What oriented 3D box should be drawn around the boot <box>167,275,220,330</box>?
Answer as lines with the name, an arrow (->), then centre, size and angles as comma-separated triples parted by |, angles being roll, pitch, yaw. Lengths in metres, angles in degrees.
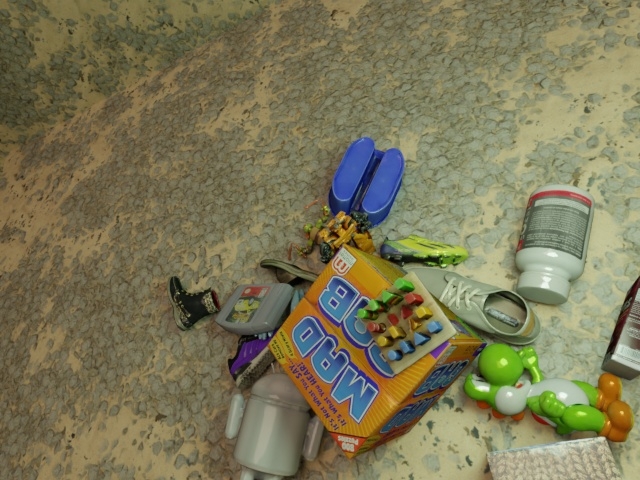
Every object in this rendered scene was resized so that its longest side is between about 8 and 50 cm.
boot -> -0.508, 0.222, 1.638 | 0.178, 0.085, 0.237 | -27, 63, 6

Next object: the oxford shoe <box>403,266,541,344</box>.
oxford shoe -> 0.426, 0.175, 1.235 | 0.449, 0.130, 0.169 | 20, 76, 32

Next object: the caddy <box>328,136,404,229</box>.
caddy -> 0.171, -0.208, 1.518 | 0.241, 0.179, 0.342 | 24, 74, 6

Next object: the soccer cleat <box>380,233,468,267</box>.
soccer cleat -> 0.342, 0.025, 1.371 | 0.288, 0.093, 0.121 | -1, 57, 22

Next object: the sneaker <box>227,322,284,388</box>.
sneaker -> -0.214, 0.363, 1.426 | 0.293, 0.102, 0.146 | -44, 56, -3

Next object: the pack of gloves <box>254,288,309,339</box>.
pack of gloves -> -0.131, 0.242, 1.420 | 0.194, 0.046, 0.232 | -14, 29, 16

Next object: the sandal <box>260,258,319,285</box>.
sandal -> -0.104, 0.134, 1.495 | 0.302, 0.120, 0.086 | 18, 86, 29

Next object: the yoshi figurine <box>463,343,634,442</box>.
yoshi figurine -> 0.557, 0.362, 1.037 | 0.361, 0.204, 0.203 | 4, 64, 22

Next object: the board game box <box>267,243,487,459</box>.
board game box -> 0.156, 0.282, 1.107 | 0.356, 0.356, 0.356 | 44, 104, 34

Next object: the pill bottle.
pill bottle -> 0.670, 0.014, 1.183 | 0.176, 0.176, 0.319 | 12, 70, 28

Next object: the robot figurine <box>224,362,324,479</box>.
robot figurine -> -0.140, 0.560, 1.233 | 0.299, 0.200, 0.354 | 14, 69, 3

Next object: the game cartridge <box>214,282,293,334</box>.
game cartridge -> -0.246, 0.243, 1.458 | 0.294, 0.060, 0.196 | -8, 45, 40

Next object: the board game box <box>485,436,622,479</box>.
board game box -> 0.510, 0.536, 0.913 | 0.231, 0.291, 0.141 | -17, 59, 15

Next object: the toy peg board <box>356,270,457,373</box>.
toy peg board -> 0.166, 0.170, 0.862 | 0.161, 0.079, 0.161 | -42, 58, 18

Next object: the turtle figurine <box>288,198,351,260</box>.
turtle figurine -> 0.000, 0.000, 1.533 | 0.217, 0.087, 0.270 | 36, 102, 29

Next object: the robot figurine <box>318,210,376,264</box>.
robot figurine -> 0.088, 0.011, 1.365 | 0.211, 0.291, 0.085 | -45, 56, -5

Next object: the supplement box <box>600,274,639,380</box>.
supplement box -> 0.805, 0.223, 1.045 | 0.073, 0.130, 0.240 | 22, 74, 31
